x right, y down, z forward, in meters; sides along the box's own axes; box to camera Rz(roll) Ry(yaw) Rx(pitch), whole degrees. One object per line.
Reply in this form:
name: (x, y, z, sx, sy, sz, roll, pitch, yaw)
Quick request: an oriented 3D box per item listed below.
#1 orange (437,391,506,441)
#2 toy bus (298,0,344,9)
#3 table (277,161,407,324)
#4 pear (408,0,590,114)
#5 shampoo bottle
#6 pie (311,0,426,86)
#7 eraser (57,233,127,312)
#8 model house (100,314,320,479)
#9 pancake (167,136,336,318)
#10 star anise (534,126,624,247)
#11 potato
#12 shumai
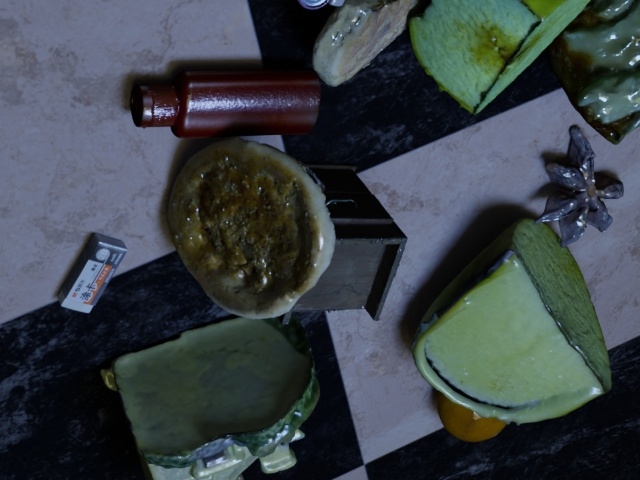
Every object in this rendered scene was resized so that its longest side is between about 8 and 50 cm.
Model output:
orange: (0.285, 0.292, 2.317, 0.156, 0.124, 0.156, -28, 136, -31)
toy bus: (-0.044, -0.390, 1.603, 0.203, 0.142, 0.142, 9, 120, -32)
table: (0.000, 0.000, 1.889, 0.169, 0.193, 0.172, 0, 124, -28)
pear: (0.270, -0.343, 1.760, 0.292, 0.159, 0.292, -41, 171, -8)
shampoo bottle: (-0.131, -0.191, 1.761, 0.260, 0.064, 0.102, -4, 127, -25)
pie: (0.066, -0.288, 1.749, 0.218, 0.052, 0.185, -36, 160, -43)
eraser: (-0.335, 0.049, 1.859, 0.052, 0.029, 0.122, 19, 113, -37)
model house: (-0.149, 0.302, 2.002, 0.321, 0.261, 0.266, -17, 133, -11)
pancake: (-0.105, -0.020, 1.777, 0.049, 0.282, 0.282, -29, 144, -53)
star anise: (0.439, -0.071, 2.136, 0.208, 0.063, 0.171, 41, 79, -41)
potato: (0.313, 0.140, 2.185, 0.280, 0.212, 0.330, -28, 110, 27)
shumai: (0.504, -0.303, 1.873, 0.323, 0.324, 0.397, -24, 129, 9)
